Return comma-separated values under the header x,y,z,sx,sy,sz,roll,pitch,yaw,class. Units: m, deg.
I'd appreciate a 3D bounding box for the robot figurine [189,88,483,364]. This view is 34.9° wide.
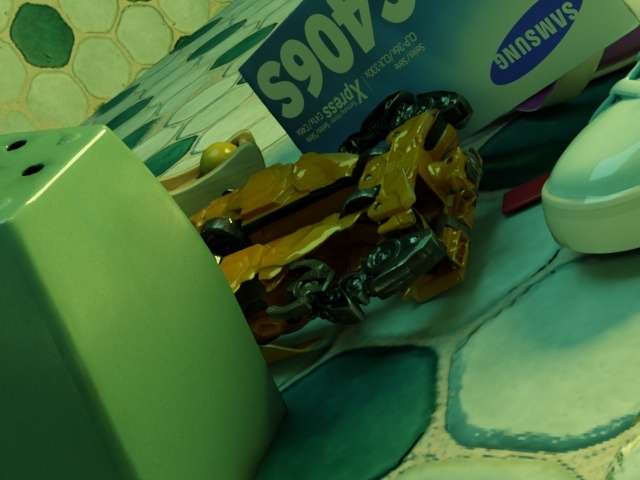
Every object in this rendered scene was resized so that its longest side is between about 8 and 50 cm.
x,y,z,sx,sy,sz,roll,pitch,yaw,class
0.000,0.000,0.747,0.291,0.085,0.211,-21,38,36,robot figurine

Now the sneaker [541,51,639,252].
x,y,z,sx,sy,sz,roll,pitch,yaw,class
0.253,-0.146,0.606,0.366,0.150,0.135,-39,19,-12,sneaker

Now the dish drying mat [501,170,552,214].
x,y,z,sx,sy,sz,roll,pitch,yaw,class
0.167,-0.042,0.719,0.083,0.008,0.032,-27,20,25,dish drying mat

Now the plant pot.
x,y,z,sx,sy,sz,roll,pitch,yaw,class
-0.151,0.063,0.591,0.165,0.234,0.165,-3,33,23,plant pot

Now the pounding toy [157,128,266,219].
x,y,z,sx,sy,sz,roll,pitch,yaw,class
-0.172,-0.020,1.004,0.269,0.154,0.155,-34,19,2,pounding toy

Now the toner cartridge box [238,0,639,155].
x,y,z,sx,sy,sz,roll,pitch,yaw,class
0.081,-0.158,0.770,0.075,0.165,0.348,-42,5,-35,toner cartridge box

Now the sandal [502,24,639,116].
x,y,z,sx,sy,sz,roll,pitch,yaw,class
0.169,-0.177,0.809,0.416,0.169,0.102,-35,9,41,sandal
